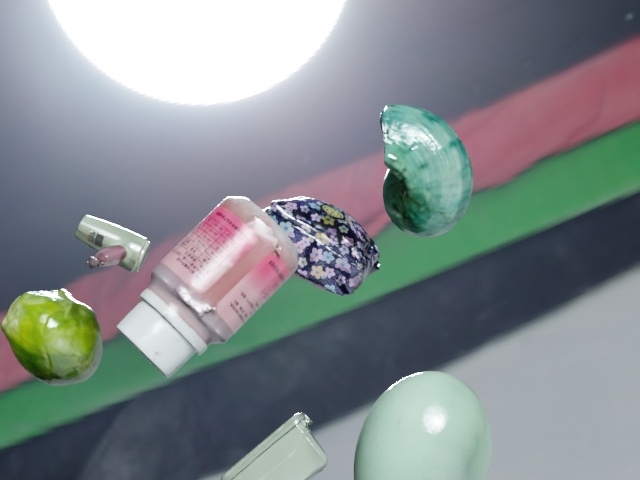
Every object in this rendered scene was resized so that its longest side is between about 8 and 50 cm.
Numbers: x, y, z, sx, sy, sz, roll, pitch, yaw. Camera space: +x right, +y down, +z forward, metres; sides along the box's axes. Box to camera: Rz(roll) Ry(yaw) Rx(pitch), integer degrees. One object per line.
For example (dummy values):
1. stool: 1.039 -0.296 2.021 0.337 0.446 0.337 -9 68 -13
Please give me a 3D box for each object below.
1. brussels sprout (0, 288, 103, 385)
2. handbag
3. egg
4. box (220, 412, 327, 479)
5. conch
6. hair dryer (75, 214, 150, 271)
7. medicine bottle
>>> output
1. brussels sprout: -0.423 0.153 2.131 0.161 0.180 0.144 27 -84 -23
2. handbag: 0.000 0.000 2.329 0.127 0.228 0.208 -61 -3 16
3. egg: 0.127 0.275 1.683 0.168 0.168 0.231 5 -75 -37
4. box: -0.064 0.360 2.135 0.172 0.093 0.124 -40 -9 -3
5. conch: 0.159 -0.101 2.028 0.134 0.196 0.202 -4 -14 1
6. hair dryer: -0.303 0.012 1.899 0.106 0.154 0.054 26 -80 -4
7. medicine bottle: -0.154 0.065 1.820 0.247 0.147 0.147 -45 -27 -10
